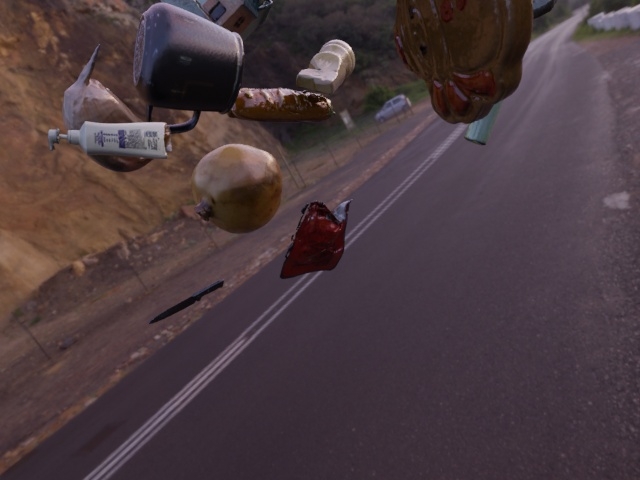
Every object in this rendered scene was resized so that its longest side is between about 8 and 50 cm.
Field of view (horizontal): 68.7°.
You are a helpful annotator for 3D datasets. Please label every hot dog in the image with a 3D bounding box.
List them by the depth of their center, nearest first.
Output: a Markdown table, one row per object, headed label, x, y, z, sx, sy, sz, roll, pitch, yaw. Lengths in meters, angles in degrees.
| label | x | y | z | sx | sy | sz | roll | pitch | yaw |
| --- | --- | --- | --- | --- | --- | --- | --- | --- | --- |
| hot dog | -0.085 | -0.293 | 1.025 | 0.268 | 0.072 | 0.115 | -12 | 16 | -41 |

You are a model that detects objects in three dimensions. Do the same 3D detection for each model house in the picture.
| label | x | y | z | sx | sy | sz | roll | pitch | yaw |
| --- | --- | --- | --- | --- | --- | --- | --- | --- | --- |
| model house | -0.260 | -0.724 | 1.396 | 0.325 | 0.194 | 0.267 | -38 | 0 | 12 |

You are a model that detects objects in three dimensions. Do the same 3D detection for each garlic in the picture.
| label | x | y | z | sx | sy | sz | roll | pitch | yaw |
| --- | --- | --- | --- | --- | --- | --- | --- | --- | --- |
| garlic | -0.328 | -0.187 | 0.725 | 0.128 | 0.198 | 0.090 | -39 | 55 | -5 |

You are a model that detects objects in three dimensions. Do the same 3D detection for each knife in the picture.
| label | x | y | z | sx | sy | sz | roll | pitch | yaw |
| --- | --- | --- | --- | --- | --- | --- | --- | --- | --- |
| knife | -0.270 | 0.125 | 0.947 | 0.170 | 0.023 | 0.010 | -29 | 39 | -21 |

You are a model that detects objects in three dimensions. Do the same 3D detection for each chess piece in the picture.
| label | x | y | z | sx | sy | sz | roll | pitch | yaw |
| --- | --- | --- | --- | --- | --- | --- | --- | --- | --- |
| chess piece | 0.014 | -0.373 | 1.034 | 0.090 | 0.090 | 0.200 | -21 | 26 | 30 |

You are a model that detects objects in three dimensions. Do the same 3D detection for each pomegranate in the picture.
| label | x | y | z | sx | sy | sz | roll | pitch | yaw |
| --- | --- | --- | --- | --- | --- | --- | --- | --- | --- |
| pomegranate | -0.256 | -0.167 | 1.491 | 0.307 | 0.307 | 0.307 | -27 | 13 | 7 |

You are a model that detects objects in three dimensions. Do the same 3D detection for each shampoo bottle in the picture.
| label | x | y | z | sx | sy | sz | roll | pitch | yaw |
| --- | --- | --- | --- | --- | --- | --- | --- | --- | --- |
| shampoo bottle | -0.270 | -0.131 | 0.601 | 0.141 | 0.049 | 0.034 | -2 | 8 | -25 |

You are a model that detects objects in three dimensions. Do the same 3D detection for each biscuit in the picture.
| label | x | y | z | sx | sy | sz | roll | pitch | yaw |
| --- | --- | --- | --- | --- | --- | --- | --- | --- | --- |
| biscuit | 0.226 | -0.384 | 0.828 | 0.074 | 0.359 | 0.381 | -19 | 8 | -14 |

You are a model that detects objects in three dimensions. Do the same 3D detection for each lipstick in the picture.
| label | x | y | z | sx | sy | sz | roll | pitch | yaw |
| --- | --- | --- | --- | --- | --- | --- | --- | --- | --- |
| lipstick | 0.523 | -0.443 | 1.423 | 0.076 | 0.304 | 0.076 | 14 | 21 | -5 |

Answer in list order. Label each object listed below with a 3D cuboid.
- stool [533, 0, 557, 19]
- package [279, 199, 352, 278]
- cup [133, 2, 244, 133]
| label | x | y | z | sx | sy | sz | roll | pitch | yaw |
| --- | --- | --- | --- | --- | --- | --- | --- | --- | --- |
| stool | 0.483 | -0.745 | 1.256 | 0.310 | 0.226 | 0.310 | 8 | 61 | 45 |
| package | 0.000 | 0.000 | 1.291 | 0.194 | 0.270 | 0.071 | 1 | 34 | -27 |
| cup | -0.241 | -0.292 | 0.842 | 0.176 | 0.169 | 0.223 | 1 | -49 | -31 |
